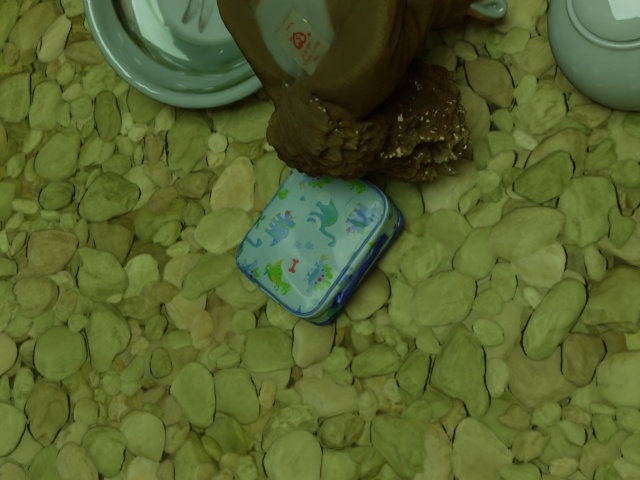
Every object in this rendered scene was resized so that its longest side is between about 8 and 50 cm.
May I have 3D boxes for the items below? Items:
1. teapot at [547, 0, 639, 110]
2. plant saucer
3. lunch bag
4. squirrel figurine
[{"bbox_3d":[0.407,-0.296,1.478,0.256,0.187,0.253,-4,76,21],"label":"teapot"},{"bbox_3d":[-0.172,-0.403,1.762,0.400,0.100,0.401,2,96,20],"label":"plant saucer"},{"bbox_3d":[0.000,0.000,1.625,0.176,0.090,0.219,36,92,27],"label":"lunch bag"},{"bbox_3d":[0.082,-0.275,1.553,0.281,0.370,0.397,12,116,34],"label":"squirrel figurine"}]
